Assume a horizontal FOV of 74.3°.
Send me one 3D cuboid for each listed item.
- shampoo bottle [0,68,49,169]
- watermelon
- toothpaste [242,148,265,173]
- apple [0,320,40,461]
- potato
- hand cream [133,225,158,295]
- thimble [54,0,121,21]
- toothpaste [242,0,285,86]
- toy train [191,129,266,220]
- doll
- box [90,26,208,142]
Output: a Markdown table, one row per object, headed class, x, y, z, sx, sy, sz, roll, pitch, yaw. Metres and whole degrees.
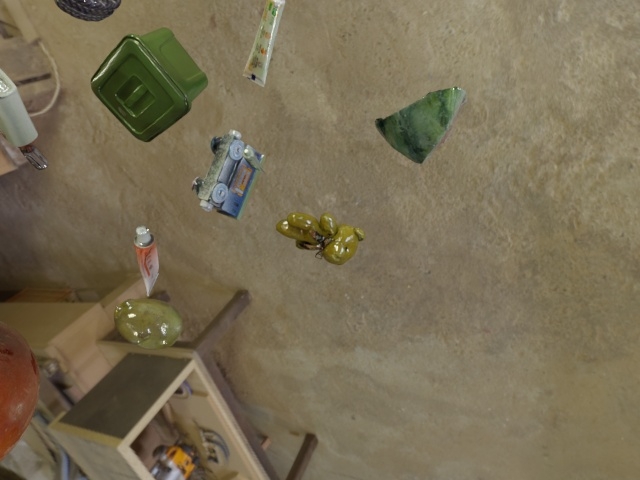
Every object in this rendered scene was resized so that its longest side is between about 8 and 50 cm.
| class | x | y | z | sx | sy | sz | roll | pitch | yaw |
| --- | --- | --- | --- | --- | --- | --- | --- | --- | --- |
| shampoo bottle | -0.680 | -0.268 | 0.926 | 0.153 | 0.071 | 0.284 | 41 | 154 | 5 |
| watermelon | 0.137 | -0.149 | 0.542 | 0.094 | 0.180 | 0.081 | -32 | 99 | 2 |
| toothpaste | -0.191 | -0.223 | 1.194 | 0.048 | 0.197 | 0.029 | 29 | 86 | 3 |
| apple | -0.684 | 0.277 | 0.727 | 0.348 | 0.348 | 0.277 | 20 | 97 | 14 |
| potato | -0.626 | 0.293 | 1.524 | 0.159 | 0.174 | 0.251 | -42 | 126 | 20 |
| hand cream | -0.364 | 0.043 | 0.889 | 0.038 | 0.052 | 0.216 | 38 | 145 | 14 |
| thimble | -0.412 | -0.442 | 0.736 | 0.066 | 0.104 | 0.095 | -11 | 92 | 35 |
| toothpaste | -0.163 | -0.618 | 1.276 | 0.058 | 0.056 | 0.314 | 62 | 142 | 28 |
| toy train | -0.322 | -0.228 | 1.508 | 0.131 | 0.202 | 0.300 | 19 | 83 | 30 |
| doll | 0.000 | 0.000 | 0.974 | 0.209 | 0.097 | 0.137 | 18 | 135 | -27 |
| box | -0.528 | -0.488 | 1.320 | 0.328 | 0.178 | 0.253 | -16 | 125 | 39 |
